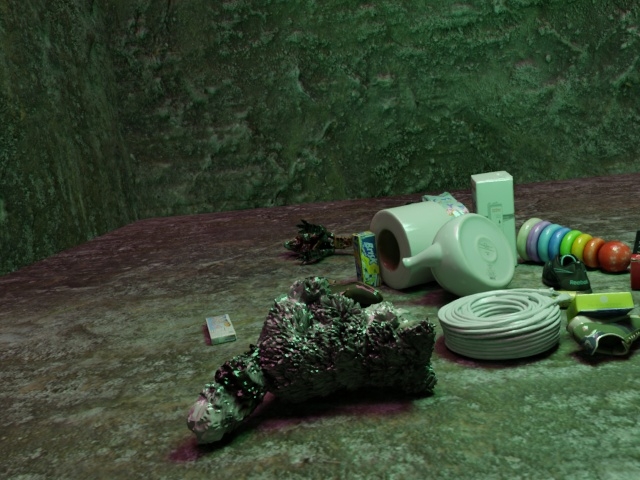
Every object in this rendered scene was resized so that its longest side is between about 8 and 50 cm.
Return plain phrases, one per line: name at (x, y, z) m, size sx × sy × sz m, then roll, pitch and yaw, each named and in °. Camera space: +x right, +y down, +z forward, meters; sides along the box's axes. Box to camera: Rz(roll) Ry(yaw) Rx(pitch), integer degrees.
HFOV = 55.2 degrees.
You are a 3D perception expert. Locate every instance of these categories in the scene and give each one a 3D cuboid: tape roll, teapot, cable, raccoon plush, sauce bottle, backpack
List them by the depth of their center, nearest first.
raccoon plush at (0.019, 0.266, 1.128) m, size 0.299 × 0.216 × 0.446 m, roll 18°, pitch 53°, yaw 33°
cable at (0.392, 0.180, 1.345) m, size 0.257 × 0.089 × 0.257 m, roll 0°, pitch 15°, yaw 43°
sauce bottle at (0.625, 0.145, 1.505) m, size 0.128 × 0.042 × 0.042 m, roll -2°, pitch 12°, yaw 29°
teapot at (0.396, 0.060, 1.688) m, size 0.252 × 0.256 × 0.187 m, roll -45°, pitch 4°, yaw -41°
tape roll at (0.277, 0.013, 1.854) m, size 0.169 × 0.246 × 0.246 m, roll -11°, pitch 12°, yaw -23°
backpack at (0.411, -0.034, 2.066) m, size 0.190 × 0.225 × 0.253 m, roll -13°, pitch 23°, yaw -14°

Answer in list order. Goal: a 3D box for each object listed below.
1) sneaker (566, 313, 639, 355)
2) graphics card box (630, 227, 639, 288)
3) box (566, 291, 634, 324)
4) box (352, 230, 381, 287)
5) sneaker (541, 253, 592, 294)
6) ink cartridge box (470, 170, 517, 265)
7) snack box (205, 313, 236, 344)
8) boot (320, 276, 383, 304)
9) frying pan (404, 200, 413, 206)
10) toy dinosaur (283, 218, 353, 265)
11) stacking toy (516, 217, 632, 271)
sneaker at (0.598, 0.199, 1.234) m, size 0.192 × 0.064 × 0.086 m, roll 2°, pitch 34°, yaw -15°
graphics card box at (0.979, 0.043, 1.667) m, size 0.232 × 0.094 × 0.371 m, roll -1°, pitch 14°, yaw 29°
box at (0.594, 0.147, 1.310) m, size 0.108 × 0.043 × 0.178 m, roll -5°, pitch -19°, yaw 13°
box at (0.141, 0.060, 1.888) m, size 0.059 × 0.169 × 0.054 m, roll -12°, pitch 12°, yaw -20°
sneaker at (0.665, 0.080, 1.647) m, size 0.101 × 0.106 × 0.267 m, roll -7°, pitch 10°, yaw 5°
ink cartridge box at (0.563, -0.072, 2.000) m, size 0.117 × 0.283 × 0.207 m, roll -5°, pitch 11°, yaw 10°
snack box at (-0.268, 0.236, 1.639) m, size 0.064 × 0.022 × 0.178 m, roll -10°, pitch 12°, yaw -13°
boot at (0.061, 0.169, 1.708) m, size 0.219 × 0.082 × 0.106 m, roll 6°, pitch 39°, yaw 34°
frying pan at (0.260, -0.057, 2.276) m, size 0.197 × 0.053 × 0.326 m, roll -23°, pitch -26°, yaw 4°
toy dinosaur at (0.000, 0.000, 2.361) m, size 0.321 × 0.165 × 0.218 m, roll -25°, pitch -13°, yaw 22°
stacking toy at (0.763, 0.028, 1.838) m, size 0.141 × 0.141 × 0.330 m, roll -15°, pitch 20°, yaw -33°
